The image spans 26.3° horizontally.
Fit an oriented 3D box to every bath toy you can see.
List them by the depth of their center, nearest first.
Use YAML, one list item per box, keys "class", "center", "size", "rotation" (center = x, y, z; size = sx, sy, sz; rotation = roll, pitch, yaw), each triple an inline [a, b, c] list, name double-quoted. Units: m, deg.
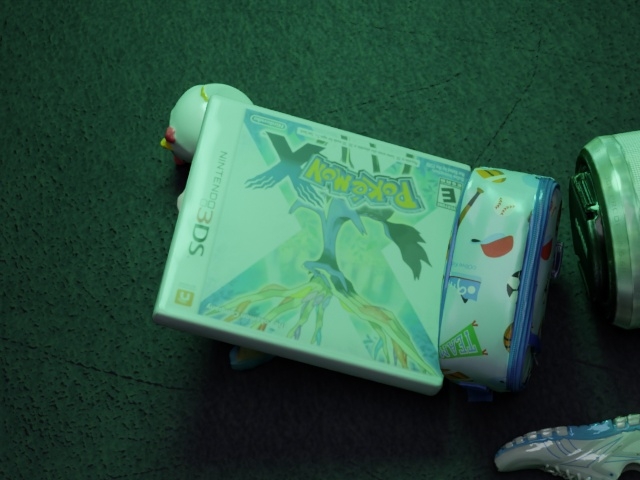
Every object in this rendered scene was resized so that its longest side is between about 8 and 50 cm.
- class: "bath toy"
  center: [-0.109, -0.025, 1.647]
  size: [0.151, 0.129, 0.348]
  rotation: [0, 60, -43]

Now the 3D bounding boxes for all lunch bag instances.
- class: "lunch bag"
  center: [0.195, 0.056, 1.476]
  size: [0.115, 0.303, 0.243]
  rotation: [7, 84, 12]

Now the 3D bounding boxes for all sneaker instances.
- class: "sneaker"
  center: [0.288, 0.246, 1.512]
  size: [0.191, 0.071, 0.083]
  rotation: [-10, 72, 2]

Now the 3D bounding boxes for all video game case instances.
- class: "video game case"
  center: [0.000, 0.000, 1.567]
  size: [0.329, 0.036, 0.300]
  rotation: [15, 60, -8]

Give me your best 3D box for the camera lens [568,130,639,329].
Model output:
- class: "camera lens"
  center: [0.426, -0.023, 1.527]
  size: [0.274, 0.219, 0.219]
  rotation: [-8, 66, 2]
